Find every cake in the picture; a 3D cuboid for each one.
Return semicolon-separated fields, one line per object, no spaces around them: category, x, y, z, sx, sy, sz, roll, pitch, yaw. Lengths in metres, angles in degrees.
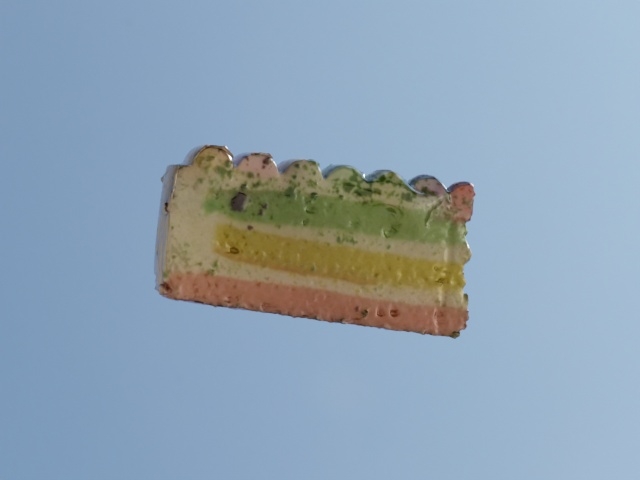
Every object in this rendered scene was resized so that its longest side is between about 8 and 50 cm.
cake;-0.007;0.000;0.986;0.225;0.090;0.109;8;-92;-19
